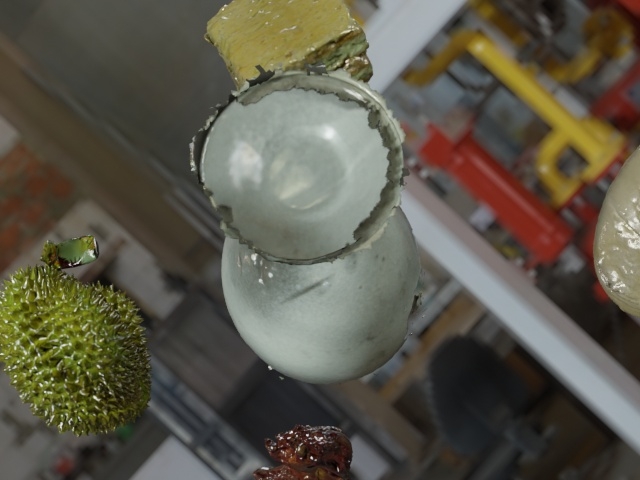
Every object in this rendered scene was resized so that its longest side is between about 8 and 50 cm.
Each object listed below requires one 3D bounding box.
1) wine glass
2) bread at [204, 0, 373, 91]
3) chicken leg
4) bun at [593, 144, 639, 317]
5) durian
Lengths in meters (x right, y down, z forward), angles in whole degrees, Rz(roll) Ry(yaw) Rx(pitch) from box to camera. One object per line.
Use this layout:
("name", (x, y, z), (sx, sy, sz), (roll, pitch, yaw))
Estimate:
("wine glass", (-0.005, 0.000, 1.598), (0.190, 0.190, 0.357), (-48, -19, -12))
("bread", (-0.029, -0.187, 1.827), (0.138, 0.102, 0.196), (-37, 31, 0))
("chicken leg", (-0.014, 0.218, 1.800), (0.205, 0.093, 0.053), (106, 176, -62))
("bun", (0.299, -0.009, 1.422), (0.166, 0.113, 0.173), (9, -71, -51))
("durian", (-0.254, 0.111, 1.843), (0.146, 0.198, 0.159), (-28, 28, 10))
